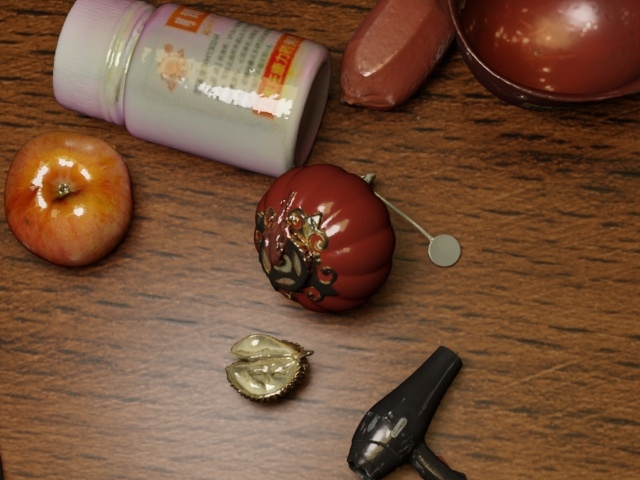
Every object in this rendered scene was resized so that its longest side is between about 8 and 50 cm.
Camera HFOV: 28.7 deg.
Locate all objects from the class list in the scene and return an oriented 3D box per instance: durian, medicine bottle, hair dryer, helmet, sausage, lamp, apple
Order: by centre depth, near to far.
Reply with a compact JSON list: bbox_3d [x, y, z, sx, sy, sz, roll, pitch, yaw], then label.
[{"bbox_3d":[0.195,0.311,1.829,0.272,0.091,0.235,42,70,1],"label":"hair dryer"},{"bbox_3d":[0.000,0.000,1.836,0.227,0.227,0.226,-1,74,3],"label":"lamp"},{"bbox_3d":[-0.067,0.189,1.863,0.140,0.071,0.110,-15,67,15],"label":"durian"},{"bbox_3d":[0.363,-0.332,1.905,0.385,0.230,0.337,-6,75,-7],"label":"helmet"},{"bbox_3d":[-0.382,-0.067,1.906,0.210,0.164,0.209,0,76,1],"label":"apple"},{"bbox_3d":[-0.194,-0.243,1.919,0.388,0.219,0.219,16,76,9],"label":"medicine bottle"},{"bbox_3d":[0.133,-0.031,1.940,0.198,0.056,0.050,41,79,2],"label":"lamp"},{"bbox_3d":[0.125,-0.306,1.963,0.148,0.148,0.254,39,76,13],"label":"sausage"}]

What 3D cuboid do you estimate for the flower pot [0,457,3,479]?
[{"bbox_3d":[-0.654,0.319,1.759,0.251,0.379,0.379,-31,74,16],"label":"flower pot"}]
